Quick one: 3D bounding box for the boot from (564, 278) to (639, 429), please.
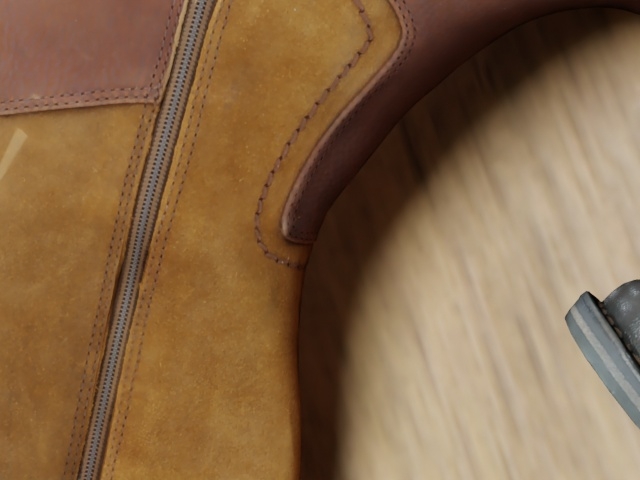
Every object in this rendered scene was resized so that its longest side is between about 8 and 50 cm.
[{"bbox_3d":[0.224,0.011,0.506,0.263,0.091,0.229,32,91,27],"label":"boot"}]

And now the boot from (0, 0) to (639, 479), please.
[{"bbox_3d":[0.000,0.000,0.595,0.264,0.096,0.281,8,95,-11],"label":"boot"}]
